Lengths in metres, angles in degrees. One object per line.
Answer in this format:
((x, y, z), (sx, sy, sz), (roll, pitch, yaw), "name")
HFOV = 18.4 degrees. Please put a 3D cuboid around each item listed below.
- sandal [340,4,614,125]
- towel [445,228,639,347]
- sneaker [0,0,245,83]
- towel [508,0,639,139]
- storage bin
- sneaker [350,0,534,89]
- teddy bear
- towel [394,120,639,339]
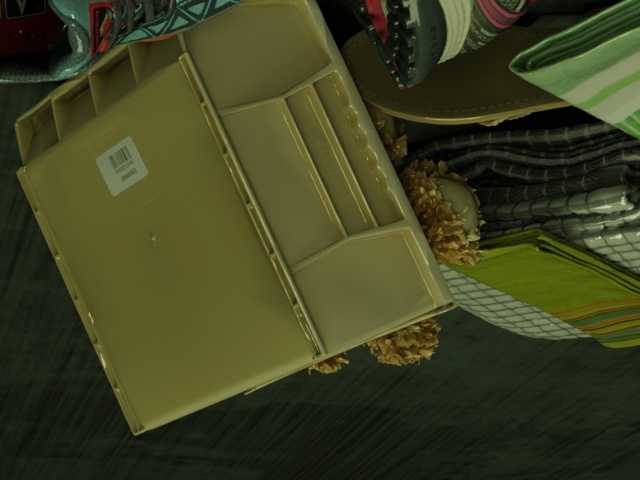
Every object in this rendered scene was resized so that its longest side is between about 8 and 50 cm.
((0.136, -0.109, 1.389), (0.240, 0.088, 0.079), (-6, 154, 4), "sandal")
((0.203, 0.043, 1.570), (0.102, 0.021, 0.237), (-16, 152, 39), "towel")
((-0.136, -0.136, 1.170), (0.261, 0.125, 0.104), (-17, 124, -12), "sneaker")
((0.317, -0.109, 1.320), (0.248, 0.038, 0.325), (-24, 152, 33), "towel")
((-0.076, -0.019, 1.410), (0.123, 0.260, 0.262), (-23, 178, -38), "storage bin")
((0.076, -0.203, 1.125), (0.112, 0.121, 0.299), (-27, 162, -11), "sneaker")
((0.000, 0.000, 1.509), (0.245, 0.113, 0.338), (53, 148, -16), "teddy bear")
((0.220, -0.014, 1.616), (0.283, 0.121, 0.235), (-10, 156, 32), "towel")
